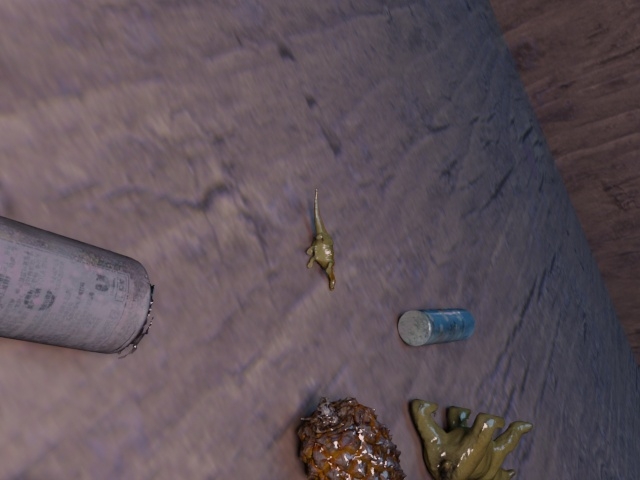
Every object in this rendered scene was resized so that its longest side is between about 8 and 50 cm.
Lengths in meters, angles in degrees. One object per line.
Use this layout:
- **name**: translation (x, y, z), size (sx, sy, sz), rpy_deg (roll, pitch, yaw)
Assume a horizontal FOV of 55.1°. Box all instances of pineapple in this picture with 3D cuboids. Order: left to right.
- **pineapple**: translation (0.050, 0.226, 0.561), size (0.221, 0.083, 0.103), rpy_deg (62, 32, -18)

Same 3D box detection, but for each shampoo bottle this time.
- **shampoo bottle**: translation (-0.191, 0.013, 0.320), size (0.214, 0.072, 0.072), rpy_deg (26, 52, -49)

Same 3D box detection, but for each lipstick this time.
- **lipstick**: translation (0.161, 0.116, 0.834), size (0.158, 0.048, 0.048), rpy_deg (9, 65, -55)

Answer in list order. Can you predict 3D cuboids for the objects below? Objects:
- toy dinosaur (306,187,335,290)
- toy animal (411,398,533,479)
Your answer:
- **toy dinosaur**: translation (-0.001, 0.002, 0.664), size (0.041, 0.026, 0.113), rpy_deg (-30, 108, -66)
- **toy animal**: translation (0.194, 0.267, 0.775), size (0.218, 0.103, 0.101), rpy_deg (28, 69, -51)
